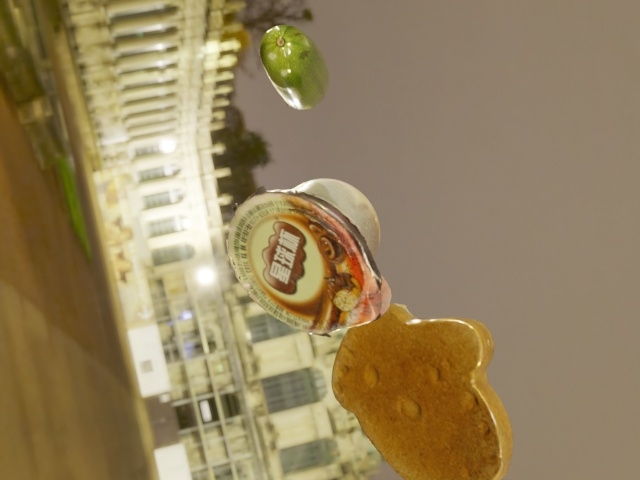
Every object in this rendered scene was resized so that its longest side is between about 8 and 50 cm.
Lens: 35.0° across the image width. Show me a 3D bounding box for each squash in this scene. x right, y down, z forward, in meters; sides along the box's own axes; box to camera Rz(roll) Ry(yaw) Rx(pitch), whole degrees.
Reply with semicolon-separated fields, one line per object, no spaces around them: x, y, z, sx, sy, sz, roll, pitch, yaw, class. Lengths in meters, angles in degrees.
-0.024;-0.191;1.163;0.252;0.066;0.066;36;40;-83;squash

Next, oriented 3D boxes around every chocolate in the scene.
0.008;-0.001;1.252;0.221;0.147;0.221;21;-49;25;chocolate

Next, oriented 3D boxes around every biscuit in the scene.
0.169;0.230;1.571;0.344;0.057;0.287;43;-61;30;biscuit
